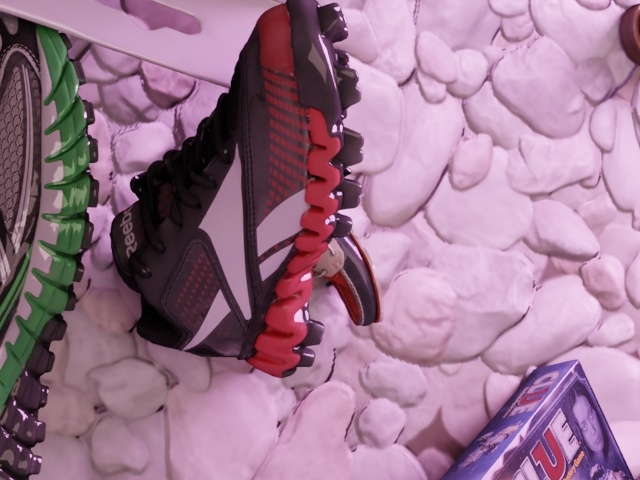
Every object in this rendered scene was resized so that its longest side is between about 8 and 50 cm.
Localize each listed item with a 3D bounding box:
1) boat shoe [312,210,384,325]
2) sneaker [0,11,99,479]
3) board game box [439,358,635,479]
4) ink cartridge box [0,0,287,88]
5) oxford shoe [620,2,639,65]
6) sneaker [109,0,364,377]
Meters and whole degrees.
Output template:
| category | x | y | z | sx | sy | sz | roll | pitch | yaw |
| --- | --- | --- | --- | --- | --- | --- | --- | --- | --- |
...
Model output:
| category | x | y | z | sx | sy | sz | roll | pitch | yaw |
| --- | --- | --- | --- | --- | --- | --- | --- | --- | --- |
| boat shoe | 0.000 | 0.000 | 0.790 | 0.043 | 0.049 | 0.137 | -27 | 95 | -22 |
| sneaker | -0.213 | 0.026 | 0.638 | 0.146 | 0.134 | 0.344 | 14 | 80 | -23 |
| board game box | 0.148 | 0.208 | 0.790 | 0.243 | 0.042 | 0.165 | -35 | 102 | -50 |
| ink cartridge box | -0.067 | -0.278 | 0.691 | 0.207 | 0.119 | 0.353 | 16 | 61 | -24 |
| oxford shoe | 0.354 | -0.162 | 0.960 | 0.212 | 0.076 | 0.076 | 2 | 83 | -27 |
| sneaker | -0.053 | -0.021 | 0.673 | 0.135 | 0.276 | 0.098 | 4 | 47 | -9 |
